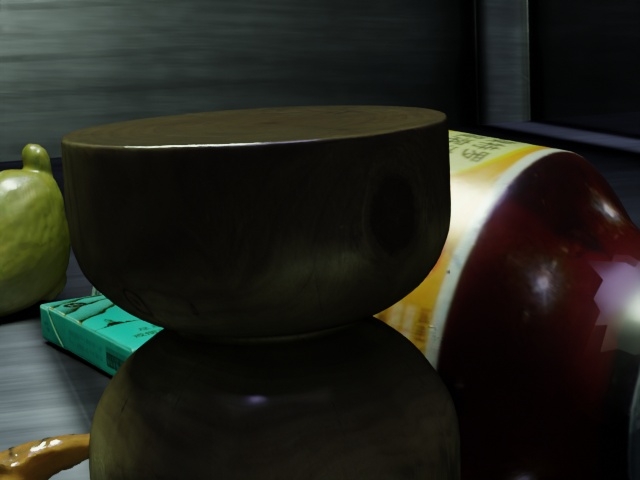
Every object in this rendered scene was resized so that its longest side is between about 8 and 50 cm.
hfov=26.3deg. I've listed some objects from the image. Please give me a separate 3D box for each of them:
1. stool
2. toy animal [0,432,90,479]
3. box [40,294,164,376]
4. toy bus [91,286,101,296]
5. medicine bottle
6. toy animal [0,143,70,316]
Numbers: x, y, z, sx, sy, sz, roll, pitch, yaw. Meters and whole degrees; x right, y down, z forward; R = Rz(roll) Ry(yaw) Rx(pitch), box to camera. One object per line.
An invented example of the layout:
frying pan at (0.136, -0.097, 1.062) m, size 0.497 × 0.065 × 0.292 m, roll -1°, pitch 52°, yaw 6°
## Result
stool at (-0.023, 0.075, 0.650) m, size 0.179 × 0.264 × 0.179 m, roll -3°, pitch 10°, yaw 1°
toy animal at (-0.197, 0.150, 0.818) m, size 0.116 × 0.114 × 0.255 m, roll -10°, pitch -22°, yaw 42°
box at (-0.146, 0.082, 1.275) m, size 0.161 × 0.042 × 0.226 m, roll -8°, pitch 11°, yaw -31°
toy bus at (-0.201, 0.055, 1.460) m, size 0.083 × 0.037 × 0.031 m, roll -9°, pitch 11°, yaw -29°
medicine bottle at (0.152, 0.065, 0.814) m, size 0.395 × 0.242 × 0.242 m, roll 12°, pitch 16°, yaw 29°
toy animal at (-0.428, 0.005, 1.386) m, size 0.363 × 0.180 × 0.181 m, roll -10°, pitch 6°, yaw -40°
